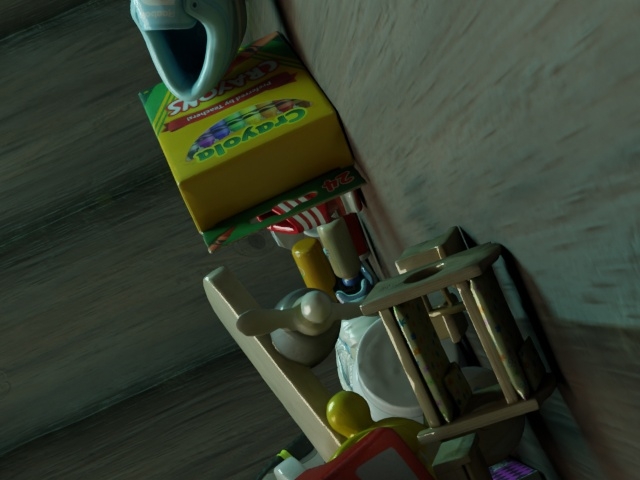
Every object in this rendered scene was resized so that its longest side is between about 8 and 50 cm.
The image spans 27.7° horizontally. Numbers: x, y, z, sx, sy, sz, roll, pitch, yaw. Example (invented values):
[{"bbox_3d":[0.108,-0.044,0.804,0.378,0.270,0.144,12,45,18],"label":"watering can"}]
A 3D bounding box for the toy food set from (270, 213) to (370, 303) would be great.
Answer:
[{"bbox_3d":[0.000,0.000,1.788,0.232,0.111,0.104,-128,14,-64],"label":"toy food set"}]

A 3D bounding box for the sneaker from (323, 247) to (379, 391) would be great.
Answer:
[{"bbox_3d":[0.057,0.123,1.841,0.122,0.110,0.283,78,167,-59],"label":"sneaker"}]

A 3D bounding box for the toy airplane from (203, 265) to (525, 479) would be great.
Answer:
[{"bbox_3d":[0.065,0.217,1.121,0.386,0.272,0.384,49,-178,-32],"label":"toy airplane"}]

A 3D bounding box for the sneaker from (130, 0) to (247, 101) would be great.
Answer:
[{"bbox_3d":[-0.163,-0.316,1.477,0.150,0.135,0.366,-78,-21,-43],"label":"sneaker"}]

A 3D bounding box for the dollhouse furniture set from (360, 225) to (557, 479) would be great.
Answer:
[{"bbox_3d":[0.129,0.089,0.965,0.182,0.101,0.161,66,-159,-8],"label":"dollhouse furniture set"}]

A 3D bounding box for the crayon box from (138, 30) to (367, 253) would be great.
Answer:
[{"bbox_3d":[-0.088,-0.127,1.559,0.318,0.202,0.081,-121,8,-55],"label":"crayon box"}]

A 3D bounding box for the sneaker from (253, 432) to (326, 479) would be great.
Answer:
[{"bbox_3d":[0.028,0.282,1.469,0.147,0.385,0.145,45,153,13],"label":"sneaker"}]

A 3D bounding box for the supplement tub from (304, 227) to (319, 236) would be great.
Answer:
[{"bbox_3d":[-0.015,-0.057,1.980,0.107,0.071,0.071,-121,7,-60],"label":"supplement tub"}]

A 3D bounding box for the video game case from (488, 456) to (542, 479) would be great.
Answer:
[{"bbox_3d":[0.217,0.316,1.272,0.232,0.042,0.210,112,134,-85],"label":"video game case"}]

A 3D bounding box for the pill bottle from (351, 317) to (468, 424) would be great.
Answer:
[{"bbox_3d":[0.095,0.155,1.351,0.221,0.121,0.121,75,170,-67],"label":"pill bottle"}]

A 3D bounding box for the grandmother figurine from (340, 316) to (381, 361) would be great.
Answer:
[{"bbox_3d":[0.120,0.237,1.693,0.208,0.104,0.342,11,-126,-87],"label":"grandmother figurine"}]

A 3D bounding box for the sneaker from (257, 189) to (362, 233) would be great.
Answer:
[{"bbox_3d":[-0.042,-0.095,1.648,0.221,0.128,0.087,-118,5,-48],"label":"sneaker"}]
